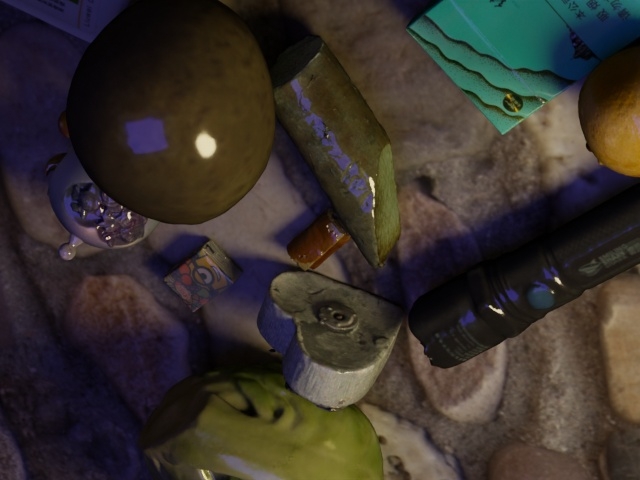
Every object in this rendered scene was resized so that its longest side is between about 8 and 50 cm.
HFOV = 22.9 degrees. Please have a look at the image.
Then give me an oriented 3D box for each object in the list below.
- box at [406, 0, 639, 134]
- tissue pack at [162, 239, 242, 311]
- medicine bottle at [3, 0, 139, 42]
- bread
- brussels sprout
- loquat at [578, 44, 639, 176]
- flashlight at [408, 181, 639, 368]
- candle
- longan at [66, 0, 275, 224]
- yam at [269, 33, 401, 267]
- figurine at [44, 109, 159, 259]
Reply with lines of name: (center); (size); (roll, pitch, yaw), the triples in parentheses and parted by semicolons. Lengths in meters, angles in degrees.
box: (0.223, -0.231, 1.649); (0.226, 0.042, 0.161); (-35, 103, 34)
tissue pack: (-0.148, 0.043, 1.979); (0.083, 0.035, 0.063); (-33, 106, 36)
medicine bottle: (-0.332, -0.352, 1.741); (0.324, 0.124, 0.179); (27, 129, 4)
bread: (0.000, 0.000, 1.892); (0.047, 0.036, 0.083); (44, 124, -6)
brussels sprout: (-0.063, 0.302, 1.987); (0.328, 0.247, 0.328); (8, 125, 12)
loquat: (0.336, -0.131, 1.603); (0.163, 0.163, 0.137); (-19, 95, 30)
flashlight: (0.281, 0.023, 1.762); (0.424, 0.103, 0.103); (-30, 107, 33)
candle: (0.021, 0.115, 1.897); (0.169, 0.192, 0.068); (-5, 132, -29)
longan: (-0.153, -0.134, 1.686); (0.215, 0.246, 0.246); (38, 134, 33)
yam: (0.029, -0.098, 1.775); (0.106, 0.106, 0.259); (-23, 110, 32)
figurine: (-0.201, -0.087, 1.865); (0.274, 0.133, 0.193); (-19, 125, 16)
